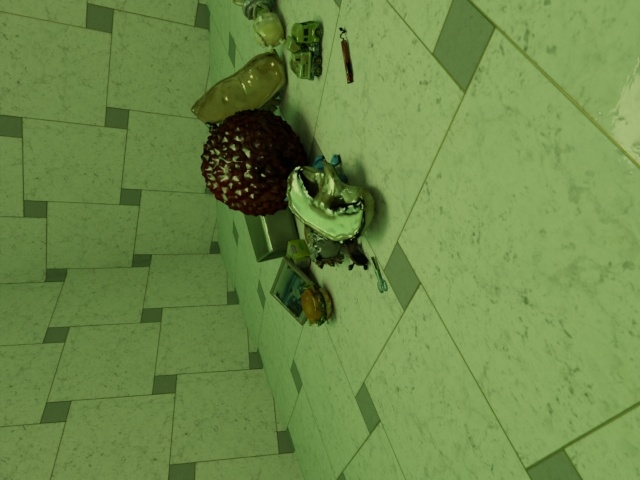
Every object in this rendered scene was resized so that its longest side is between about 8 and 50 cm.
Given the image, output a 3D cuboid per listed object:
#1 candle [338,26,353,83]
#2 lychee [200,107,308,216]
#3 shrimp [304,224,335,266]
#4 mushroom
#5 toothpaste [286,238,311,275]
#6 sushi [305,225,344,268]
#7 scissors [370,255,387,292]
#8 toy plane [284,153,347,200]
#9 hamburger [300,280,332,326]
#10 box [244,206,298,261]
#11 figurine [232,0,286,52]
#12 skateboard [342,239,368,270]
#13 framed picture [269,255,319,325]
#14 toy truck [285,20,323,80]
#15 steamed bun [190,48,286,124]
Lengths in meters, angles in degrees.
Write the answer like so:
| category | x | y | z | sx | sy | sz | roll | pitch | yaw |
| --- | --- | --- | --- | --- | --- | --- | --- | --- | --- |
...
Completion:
| category | x | y | z | sx | sy | sz | roll | pitch | yaw |
| --- | --- | --- | --- | --- | --- | --- | --- | --- | --- |
| candle | 0.078 | -0.564 | 1.521 | 0.026 | 0.021 | 0.167 | -97 | -2 | -85 |
| lychee | -0.276 | -0.323 | 1.993 | 0.500 | 0.425 | 0.424 | 44 | 147 | 17 |
| shrimp | 0.000 | 0.000 | 1.954 | 0.267 | 0.061 | 0.145 | 67 | 147 | 37 |
| mushroom | 0.043 | -0.126 | 1.584 | 0.345 | 0.130 | 0.247 | 17 | 112 | 40 |
| toothpaste | -0.112 | 0.140 | 2.286 | 0.327 | 0.078 | 0.110 | 103 | 149 | -47 |
| sushi | 0.002 | -0.058 | 1.816 | 0.130 | 0.124 | 0.331 | 131 | 128 | -74 |
| scissors | 0.180 | 0.107 | 1.576 | 0.058 | 0.014 | 0.119 | 136 | 118 | -65 |
| toy plane | -0.024 | -0.194 | 1.742 | 0.246 | 0.078 | 0.169 | -32 | 66 | 32 |
| hamburger | -0.012 | 0.256 | 2.043 | 0.164 | 0.093 | 0.189 | -35 | 69 | 59 |
| box | -0.249 | -0.094 | 2.408 | 0.352 | 0.178 | 0.343 | 149 | 108 | -68 |
| figurine | -0.244 | -0.942 | 2.046 | 0.393 | 0.227 | 0.274 | 65 | -172 | 9 |
| skateboard | 0.114 | 0.024 | 1.658 | 0.080 | 0.067 | 0.151 | 116 | 144 | -44 |
| framed picture | -0.116 | 0.233 | 2.249 | 0.232 | 0.024 | 0.314 | 43 | 142 | 15 |
| toy truck | -0.060 | -0.647 | 1.714 | 0.085 | 0.116 | 0.191 | -130 | 35 | -51 |
| steamed bun | -0.308 | -0.596 | 2.128 | 0.247 | 0.428 | 0.189 | 52 | -178 | -10 |
